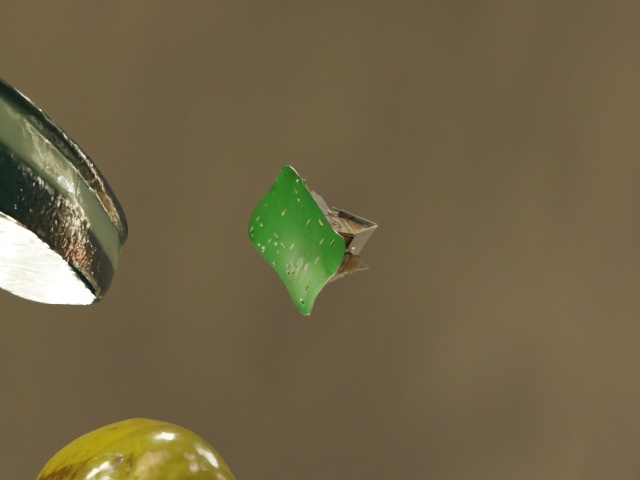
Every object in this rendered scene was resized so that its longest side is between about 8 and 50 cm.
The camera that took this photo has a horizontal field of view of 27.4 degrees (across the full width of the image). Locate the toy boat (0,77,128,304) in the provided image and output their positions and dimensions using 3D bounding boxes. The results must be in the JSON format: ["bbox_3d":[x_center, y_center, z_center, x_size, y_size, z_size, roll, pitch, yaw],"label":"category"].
[{"bbox_3d":[-0.190,-0.035,0.723,0.299,0.096,0.061,58,-143,-65],"label":"toy boat"}]

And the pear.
[{"bbox_3d":[-0.138,0.203,0.961,0.162,0.149,0.148,-2,-70,-45],"label":"pear"}]

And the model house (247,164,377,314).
[{"bbox_3d":[0.000,0.000,1.589,0.088,0.167,0.117,6,-55,-42],"label":"model house"}]
